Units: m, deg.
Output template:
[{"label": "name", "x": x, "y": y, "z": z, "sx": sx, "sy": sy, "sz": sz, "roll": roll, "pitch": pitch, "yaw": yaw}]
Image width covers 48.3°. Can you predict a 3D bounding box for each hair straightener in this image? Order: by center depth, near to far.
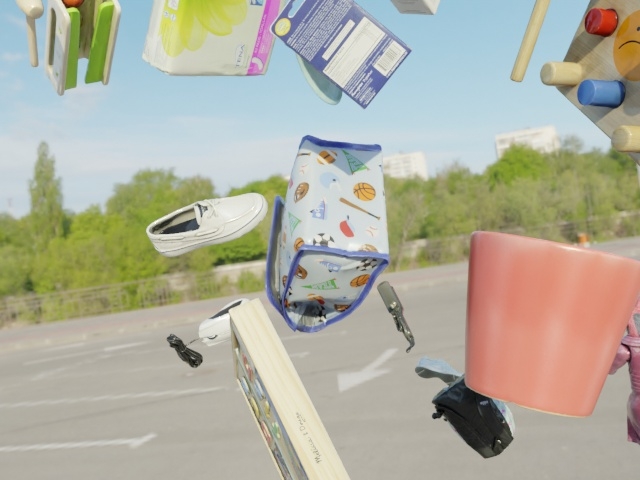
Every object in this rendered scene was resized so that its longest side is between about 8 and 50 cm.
[{"label": "hair straightener", "x": 0.207, "y": 0.208, "z": 1.992, "sx": 0.047, "sy": 0.230, "sz": 0.089, "roll": -27, "pitch": -37, "yaw": 14}]

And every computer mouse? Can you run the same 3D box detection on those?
[{"label": "computer mouse", "x": -0.219, "y": 0.191, "z": 1.507, "sx": 0.193, "sy": 0.106, "sz": 0.042, "roll": -33, "pitch": 37, "yaw": -9}]

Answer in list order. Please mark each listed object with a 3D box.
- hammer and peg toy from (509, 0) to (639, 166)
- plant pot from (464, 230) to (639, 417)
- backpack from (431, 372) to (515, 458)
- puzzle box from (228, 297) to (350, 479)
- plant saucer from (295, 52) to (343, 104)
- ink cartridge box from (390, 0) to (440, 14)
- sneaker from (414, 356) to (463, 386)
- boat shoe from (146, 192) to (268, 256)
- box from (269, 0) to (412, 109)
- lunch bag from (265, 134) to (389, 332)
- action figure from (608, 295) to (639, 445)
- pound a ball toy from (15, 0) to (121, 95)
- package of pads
[{"label": "hammer and peg toy", "x": 0.422, "y": -0.290, "z": 1.006, "sx": 0.127, "sy": 0.266, "sz": 0.361, "roll": -3, "pitch": 40, "yaw": -21}, {"label": "plant pot", "x": 0.345, "y": 0.130, "z": 1.111, "sx": 0.275, "sy": 0.243, "sz": 0.275, "roll": 11, "pitch": -1, "yaw": 0}, {"label": "backpack", "x": 0.358, "y": 0.390, "z": 1.604, "sx": 0.152, "sy": 0.182, "sz": 0.115, "roll": -43, "pitch": -9, "yaw": 24}, {"label": "puzzle box", "x": -0.032, "y": 0.316, "z": 1.057, "sx": 0.052, "sy": 0.409, "sz": 0.272, "roll": -21, "pitch": -28, "yaw": -16}, {"label": "plant saucer", "x": 0.006, "y": -0.398, "z": 1.590, "sx": 0.037, "sy": 0.195, "sz": 0.195, "roll": -31, "pitch": 6, "yaw": -16}, {"label": "ink cartridge box", "x": 0.216, "y": -0.722, "z": 1.779, "sx": 0.114, "sy": 0.197, "sz": 0.273, "roll": 15, "pitch": -9, "yaw": 36}, {"label": "sneaker", "x": 0.337, "y": 0.353, "z": 1.942, "sx": 0.152, "sy": 0.053, "sz": 0.061, "roll": 18, "pitch": 40, "yaw": 12}, {"label": "boat shoe", "x": -0.238, "y": -0.042, "z": 1.498, "sx": 0.258, "sy": 0.095, "sz": 0.084, "roll": -25, "pitch": -33, "yaw": 0}, {"label": "box", "x": 0.035, "y": -0.360, "z": 1.283, "sx": 0.136, "sy": 0.225, "sz": 0.036, "roll": -50, "pitch": 7, "yaw": 17}, {"label": "lunch bag", "x": 0.000, "y": 0.000, "z": 1.681, "sx": 0.239, "sy": 0.328, "sz": 0.385, "roll": 9, "pitch": -33, "yaw": -9}, {"label": "action figure", "x": 0.702, "y": 0.301, "z": 1.523, "sx": 0.248, "sy": 0.370, "sz": 0.276, "roll": -20, "pitch": 7, "yaw": 21}, {"label": "pound a ball toy", "x": -0.572, "y": -0.463, "z": 1.570, "sx": 0.208, "sy": 0.135, "sz": 0.319, "roll": -23, "pitch": -16, "yaw": -30}, {"label": "package of pads", "x": -0.209, "y": -0.450, "z": 1.456, "sx": 0.101, "sy": 0.229, "sz": 0.296, "roll": 36, "pitch": 30, "yaw": 29}]
